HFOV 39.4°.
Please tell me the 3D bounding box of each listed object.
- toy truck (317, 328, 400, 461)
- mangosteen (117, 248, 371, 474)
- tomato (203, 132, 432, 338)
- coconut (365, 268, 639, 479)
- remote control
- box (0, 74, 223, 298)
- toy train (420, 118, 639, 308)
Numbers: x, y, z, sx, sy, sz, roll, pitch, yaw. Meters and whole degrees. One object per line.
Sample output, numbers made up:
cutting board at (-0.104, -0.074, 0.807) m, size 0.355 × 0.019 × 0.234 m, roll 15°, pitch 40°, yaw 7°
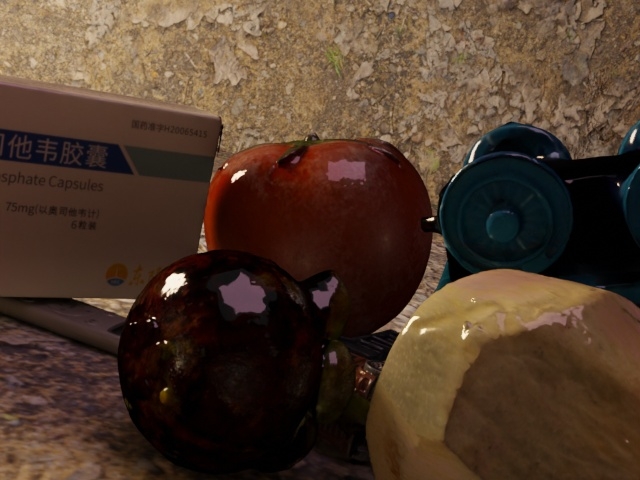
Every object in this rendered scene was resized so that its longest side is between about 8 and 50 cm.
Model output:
toy truck at (0.048, 0.133, 0.813) m, size 0.092 × 0.083 × 0.192 m, roll 21°, pitch 10°, yaw 26°
mangosteen at (-0.058, 0.085, 0.661) m, size 0.184 × 0.173 × 0.172 m, roll -17°, pitch 28°, yaw -36°
tomato at (0.000, 0.000, 1.027) m, size 0.264 × 0.265 × 0.265 m, roll 15°, pitch 10°, yaw -3°
coconut at (0.140, 0.127, 0.617) m, size 0.197 × 0.237 × 0.236 m, roll -35°, pitch 40°, yaw -30°
remote control at (-0.258, 0.065, 0.865) m, size 0.260 × 0.029 × 0.067 m, roll 18°, pitch 11°, yaw 12°
box at (-0.267, -0.049, 0.842) m, size 0.343 × 0.200 × 0.065 m, roll 4°, pitch 12°, yaw -38°
toy train at (0.233, 0.030, 0.757) m, size 0.300 × 0.265 × 0.188 m, roll -5°, pitch 15°, yaw 17°
